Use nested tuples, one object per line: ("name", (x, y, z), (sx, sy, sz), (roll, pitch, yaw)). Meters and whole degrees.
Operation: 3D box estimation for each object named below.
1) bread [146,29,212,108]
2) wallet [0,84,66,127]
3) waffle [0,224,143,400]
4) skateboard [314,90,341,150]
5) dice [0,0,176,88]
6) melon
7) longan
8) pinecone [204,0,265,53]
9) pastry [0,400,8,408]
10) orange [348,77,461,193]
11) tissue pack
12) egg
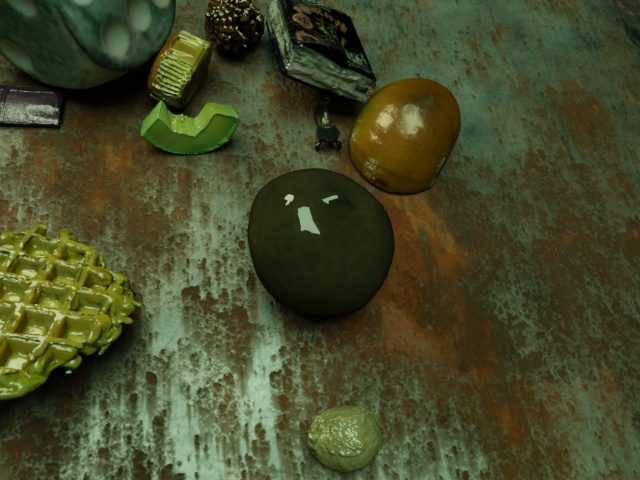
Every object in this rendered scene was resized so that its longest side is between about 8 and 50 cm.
("bread", (-0.341, -0.414, 1.231), (0.114, 0.132, 0.190), (22, 58, -14))
("wallet", (-0.684, -0.313, 1.184), (0.165, 0.030, 0.111), (0, 61, -10))
("waffle", (-0.528, 0.104, 0.873), (0.382, 0.095, 0.379), (33, 37, 24))
("skateboard", (0.012, -0.300, 1.262), (0.067, 0.080, 0.151), (-6, 61, -5))
("dice", (-0.554, -0.561, 1.123), (0.348, 0.330, 0.328), (15, 60, 22))
("melon", (-0.301, -0.262, 1.174), (0.209, 0.118, 0.064), (1, 47, -22))
("longan", (-0.004, 0.000, 0.983), (0.297, 0.297, 0.297), (4, 61, -7))
("pinecone", (-0.222, -0.567, 1.334), (0.173, 0.173, 0.174), (4, 61, -7))
("pastry", (-0.575, 0.255, 0.849), (0.103, 0.112, 0.265), (28, 61, -2))
("orange", (0.213, -0.267, 1.273), (0.274, 0.274, 0.310), (35, 93, 10))
("tissue pack", (-0.001, -0.491, 1.293), (0.245, 0.123, 0.332), (12, 44, -28))
("egg", (0.044, 0.344, 0.897), (0.140, 0.116, 0.118), (3, 34, -12))
